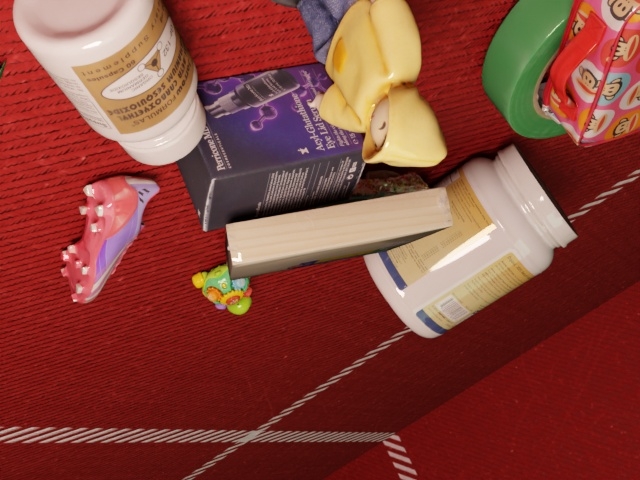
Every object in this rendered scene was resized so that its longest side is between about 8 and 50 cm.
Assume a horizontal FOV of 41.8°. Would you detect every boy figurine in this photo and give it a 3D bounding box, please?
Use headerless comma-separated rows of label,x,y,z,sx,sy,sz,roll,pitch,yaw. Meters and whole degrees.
boy figurine,0.038,-0.182,0.877,0.092,0.285,0.177,-5,150,-34

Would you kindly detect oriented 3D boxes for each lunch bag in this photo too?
lunch bag,0.406,-0.249,1.075,0.258,0.120,0.293,-23,152,-13

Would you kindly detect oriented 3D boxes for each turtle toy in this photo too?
turtle toy,-0.153,0.082,1.416,0.095,0.066,0.130,-26,153,0

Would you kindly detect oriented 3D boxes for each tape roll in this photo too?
tape roll,0.389,-0.286,1.208,0.321,0.077,0.321,-22,151,-13

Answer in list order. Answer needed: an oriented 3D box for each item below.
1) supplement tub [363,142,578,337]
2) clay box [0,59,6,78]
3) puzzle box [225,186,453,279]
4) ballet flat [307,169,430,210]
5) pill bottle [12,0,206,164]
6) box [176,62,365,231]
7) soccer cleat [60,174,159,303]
supplement tub,0.255,0.000,1.447,0.316,0.228,0.228,-35,152,17
clay box,-0.386,-0.089,0.813,0.053,0.222,0.127,28,130,-13
puzzle box,0.000,0.000,1.177,0.272,0.052,0.409,-11,176,-8
ballet flat,0.072,-0.074,1.325,0.241,0.077,0.091,-2,149,-36
pill bottle,-0.198,-0.175,0.850,0.131,0.131,0.229,-26,153,-1
box,-0.069,-0.118,1.039,0.207,0.153,0.108,-15,151,-23
soccer cleat,-0.291,0.004,1.149,0.095,0.083,0.248,-12,147,-35
